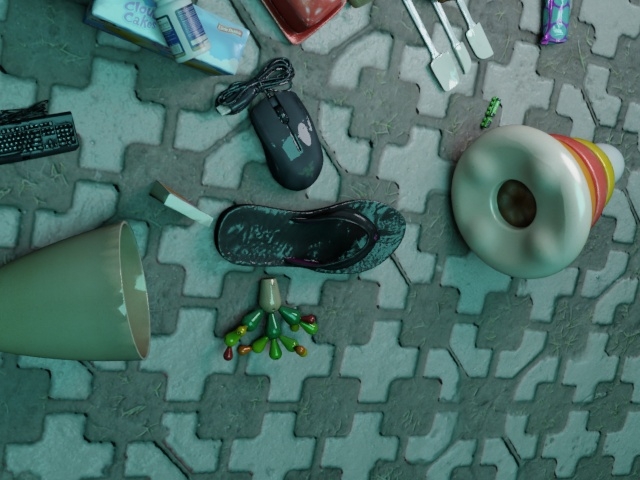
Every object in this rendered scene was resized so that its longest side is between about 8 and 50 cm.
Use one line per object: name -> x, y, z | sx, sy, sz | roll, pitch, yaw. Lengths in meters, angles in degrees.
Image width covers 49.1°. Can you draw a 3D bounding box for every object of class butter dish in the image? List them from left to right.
butter dish -> -0.022, -0.493, 1.378 | 0.160, 0.118, 0.160 | -43, 116, -11

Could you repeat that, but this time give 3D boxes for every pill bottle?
pill bottle -> -0.236, -0.364, 1.168 | 0.067, 0.067, 0.120 | -30, 113, -16

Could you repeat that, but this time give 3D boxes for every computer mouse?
computer mouse -> -0.077, -0.220, 1.442 | 0.188, 0.072, 0.272 | -35, 113, -15

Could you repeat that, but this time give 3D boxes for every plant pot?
plant pot -> -0.469, 0.112, 1.262 | 0.274, 0.256, 0.256 | -9, 106, -6

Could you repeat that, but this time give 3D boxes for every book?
book -> -0.268, -0.070, 1.348 | 0.096, 0.144, 0.035 | 30, 88, -26

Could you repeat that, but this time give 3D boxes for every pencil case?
pencil case -> 0.556, -0.543, 1.660 | 0.070, 0.064, 0.152 | -12, 107, -38

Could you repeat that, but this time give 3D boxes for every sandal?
sandal -> -0.001, 0.002, 1.506 | 0.445, 0.107, 0.168 | -3, 103, -24

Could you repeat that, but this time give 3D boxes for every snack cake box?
snack cake box -> -0.280, -0.387, 1.266 | 0.264, 0.152, 0.089 | 18, 94, -26

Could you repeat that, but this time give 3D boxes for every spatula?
spatula -> 0.286, -0.479, 1.577 | 0.168, 0.019, 0.242 | -39, 114, -11

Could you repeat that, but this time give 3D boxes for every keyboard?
keyboard -> -0.539, -0.191, 1.257 | 0.192, 0.038, 0.100 | -16, 108, -21

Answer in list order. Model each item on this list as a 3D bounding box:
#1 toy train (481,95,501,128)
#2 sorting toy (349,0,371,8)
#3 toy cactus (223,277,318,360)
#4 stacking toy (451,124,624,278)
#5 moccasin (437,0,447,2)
toy train -> 0.408, -0.305, 1.669 | 0.017, 0.023, 0.083 | 23, 92, -27
sorting toy -> 0.075, -0.625, 1.348 | 0.307, 0.229, 0.041 | 55, 45, -24
toy cactus -> -0.107, 0.173, 1.511 | 0.219, 0.112, 0.181 | -5, 94, -15
stacking toy -> 0.580, -0.130, 1.679 | 0.480, 0.350, 0.351 | -18, 110, -38
moccasin -> 0.204, -0.639, 1.402 | 0.147, 0.139, 0.380 | -18, 145, 24
